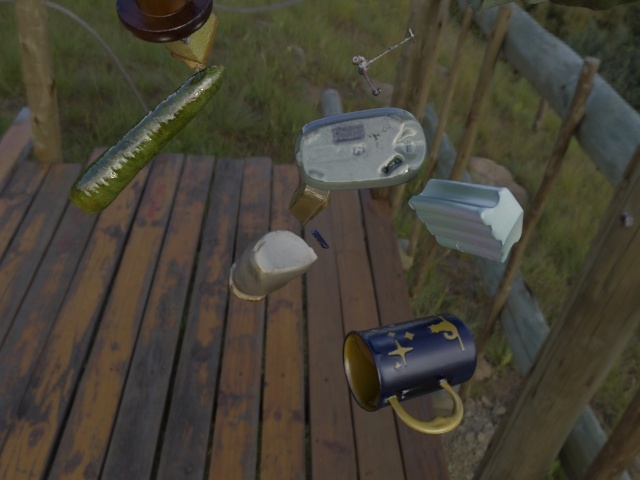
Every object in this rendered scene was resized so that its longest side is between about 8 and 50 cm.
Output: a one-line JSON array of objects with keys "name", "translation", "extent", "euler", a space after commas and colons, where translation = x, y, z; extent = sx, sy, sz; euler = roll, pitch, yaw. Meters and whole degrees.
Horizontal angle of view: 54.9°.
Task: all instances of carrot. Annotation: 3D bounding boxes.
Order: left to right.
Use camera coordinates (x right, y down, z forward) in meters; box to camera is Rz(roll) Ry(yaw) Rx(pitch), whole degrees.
[{"name": "carrot", "translation": [-0.300, -0.181, 1.076], "extent": [0.074, 0.358, 0.074], "euler": [46, 8, -8]}]

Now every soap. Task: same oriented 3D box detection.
[{"name": "soap", "translation": [0.344, -0.050, 1.420], "extent": [0.095, 0.173, 0.289], "euler": [-47, 24, -10]}]

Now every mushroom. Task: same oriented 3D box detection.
[{"name": "mushroom", "translation": [-0.131, 0.063, 1.523], "extent": [0.154, 0.407, 0.137], "euler": [-34, 91, -21]}]

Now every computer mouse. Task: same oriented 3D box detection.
[{"name": "computer mouse", "translation": [0.100, -0.226, 1.548], "extent": [0.331, 0.197, 0.095], "euler": [-4, 1, 6]}]

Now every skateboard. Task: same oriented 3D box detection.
[{"name": "skateboard", "translation": [0.089, -0.226, 0.779], "extent": [0.083, 0.032, 0.063], "euler": [-32, 61, 12]}]

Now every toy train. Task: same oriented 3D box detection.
[{"name": "toy train", "translation": [0.000, 0.000, 1.817], "extent": [0.017, 0.083, 0.017], "euler": [-5, 46, 37]}]

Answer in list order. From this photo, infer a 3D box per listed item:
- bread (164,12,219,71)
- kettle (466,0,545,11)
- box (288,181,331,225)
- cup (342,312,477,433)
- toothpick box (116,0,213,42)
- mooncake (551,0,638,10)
[{"name": "bread", "translation": [-0.321, -0.513, 1.511], "extent": [0.127, 0.147, 0.152], "euler": [29, 85, 11]}, {"name": "kettle", "translation": [0.572, -0.764, 1.688], "extent": [0.318, 0.205, 0.265], "euler": [-13, 21, -2]}, {"name": "box", "translation": [-0.025, -0.122, 1.868], "extent": [0.111, 0.177, 0.111], "euler": [16, 54, -23]}, {"name": "cup", "translation": [0.211, 0.297, 1.345], "extent": [0.257, 0.178, 0.254], "euler": [-9, 68, -21]}, {"name": "toothpick box", "translation": [-0.316, -0.512, 1.156], "extent": [0.192, 0.294, 0.192], "euler": [-2, 63, 4]}, {"name": "mooncake", "translation": [0.522, -0.606, 1.132], "extent": [0.357, 0.356, 0.194], "euler": [16, 65, 6]}]
